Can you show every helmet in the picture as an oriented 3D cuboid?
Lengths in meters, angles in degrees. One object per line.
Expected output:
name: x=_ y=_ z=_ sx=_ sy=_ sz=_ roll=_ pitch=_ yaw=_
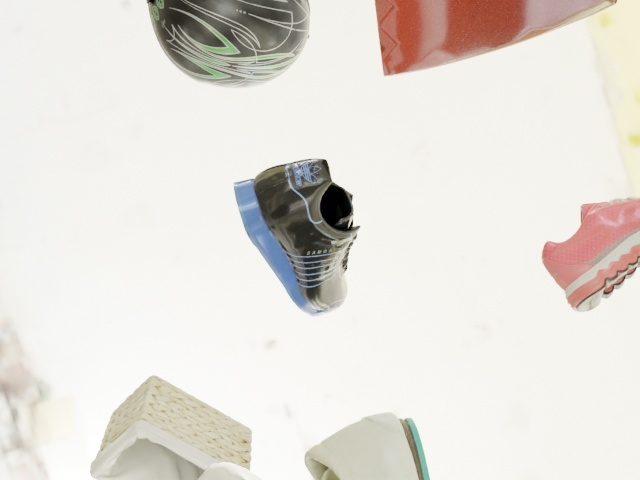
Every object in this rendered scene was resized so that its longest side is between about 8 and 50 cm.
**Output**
helmet: x=-0.099 y=-0.247 z=1.652 sx=0.161 sy=0.169 sz=0.169 roll=53 pitch=-6 yaw=23

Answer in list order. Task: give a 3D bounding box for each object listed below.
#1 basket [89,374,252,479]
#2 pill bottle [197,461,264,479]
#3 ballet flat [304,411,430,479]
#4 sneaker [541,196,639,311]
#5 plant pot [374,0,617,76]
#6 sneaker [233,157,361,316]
basket: x=-0.173 y=0.255 z=1.787 sx=0.167 sy=0.113 sz=0.103 roll=33 pitch=35 yaw=-20
pill bottle: x=-0.107 y=0.371 z=1.039 sx=0.224 sy=0.392 sz=0.224 roll=38 pitch=-5 yaw=4
ballet flat: x=0.074 y=0.337 z=1.356 sx=0.139 sy=0.139 sz=0.400 roll=70 pitch=1 yaw=-51
sneaker: x=0.481 y=-0.028 z=2.344 sx=0.136 sy=0.314 sz=0.116 roll=49 pitch=-14 yaw=19
plant pot: x=0.169 y=-0.342 z=1.434 sx=0.267 sy=0.236 sz=0.267 roll=78 pitch=12 yaw=-59
sneaker: x=0.000 y=0.000 z=1.375 sx=0.232 sy=0.090 sz=0.081 roll=53 pitch=21 yaw=-60
